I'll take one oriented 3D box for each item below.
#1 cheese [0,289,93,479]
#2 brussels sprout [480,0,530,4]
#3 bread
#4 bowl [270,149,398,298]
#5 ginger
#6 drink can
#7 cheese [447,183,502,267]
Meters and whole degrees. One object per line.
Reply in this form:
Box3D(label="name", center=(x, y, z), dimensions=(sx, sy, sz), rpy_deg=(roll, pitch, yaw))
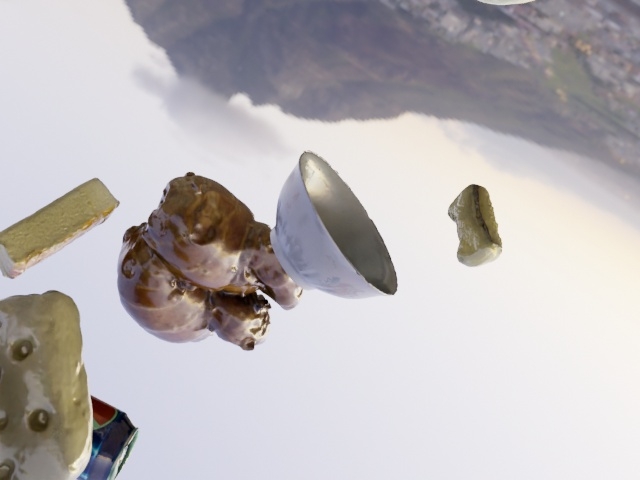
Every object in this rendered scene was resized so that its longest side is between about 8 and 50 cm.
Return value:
Box3D(label="cheese", center=(-0.376, 0.200, 1.354), dimensions=(0.093, 0.159, 0.263), rpy_deg=(6, -107, -72))
Box3D(label="brussels sprout", center=(0.206, -0.331, 1.219), dimensions=(0.151, 0.149, 0.122), rpy_deg=(50, 157, 0))
Box3D(label="bread", center=(-0.401, -0.019, 1.602), dimensions=(0.068, 0.188, 0.125), rpy_deg=(58, 157, -6))
Box3D(label="bowl", center=(0.000, 0.000, 1.188), dimensions=(0.189, 0.086, 0.189), rpy_deg=(51, -162, -24))
Box3D(label="ginger", center=(-0.177, 0.053, 1.653), dimensions=(0.274, 0.357, 0.152), rpy_deg=(22, -134, -19))
Box3D(label="drink can", center=(-0.368, 0.266, 1.521), dimensions=(0.205, 0.118, 0.118), rpy_deg=(27, -170, 2))
Box3D(label="cheese", center=(0.130, -0.011, 0.913), dimensions=(0.030, 0.044, 0.083), rpy_deg=(28, -143, -29))
